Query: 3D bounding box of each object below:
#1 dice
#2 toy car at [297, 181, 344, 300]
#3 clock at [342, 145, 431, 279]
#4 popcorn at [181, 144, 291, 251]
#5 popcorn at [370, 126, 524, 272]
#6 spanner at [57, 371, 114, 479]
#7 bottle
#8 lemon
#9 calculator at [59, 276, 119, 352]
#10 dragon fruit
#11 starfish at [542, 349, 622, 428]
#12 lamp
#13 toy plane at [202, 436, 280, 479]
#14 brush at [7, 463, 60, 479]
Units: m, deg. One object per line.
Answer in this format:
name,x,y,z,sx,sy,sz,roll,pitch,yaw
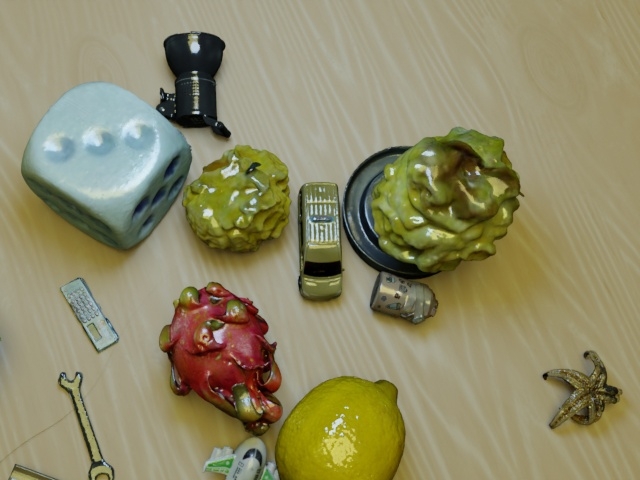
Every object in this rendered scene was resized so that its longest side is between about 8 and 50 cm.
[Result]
dice,-0.456,-0.159,1.823,0.268,0.264,0.262,33,71,5
toy car,0.000,0.000,1.888,0.101,0.124,0.256,-1,70,-5
clock,0.206,-0.064,1.963,0.319,0.066,0.318,2,70,-5
popcorn,-0.179,-0.094,1.852,0.249,0.225,0.249,0,74,-1
popcorn,0.264,-0.076,1.793,0.312,0.312,0.312,2,71,-5
spanner,-0.489,0.387,1.764,0.054,0.015,0.254,-20,75,-12
bottle,0.192,0.132,1.881,0.152,0.099,0.099,18,70,-3
lemon,0.045,0.405,1.693,0.245,0.245,0.320,38,68,7
calculator,-0.502,0.159,1.841,0.057,0.018,0.172,-31,78,-13
dragon fruit,-0.188,0.234,1.738,0.307,0.227,0.243,27,75,1
starfish,0.566,0.333,1.864,0.190,0.074,0.146,-37,84,-14
lamp,-0.302,-0.354,1.984,0.172,0.147,0.227,-3,79,7
toy plane,-0.158,0.486,1.723,0.174,0.080,0.174,2,83,-15
brush,-0.506,0.514,1.712,0.248,0.036,0.043,21,75,-5
